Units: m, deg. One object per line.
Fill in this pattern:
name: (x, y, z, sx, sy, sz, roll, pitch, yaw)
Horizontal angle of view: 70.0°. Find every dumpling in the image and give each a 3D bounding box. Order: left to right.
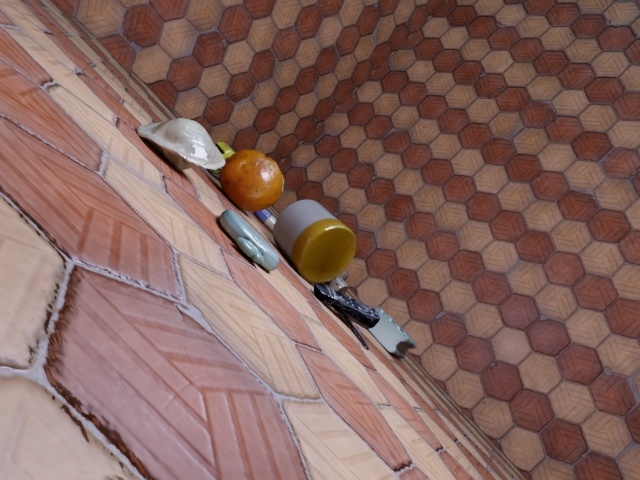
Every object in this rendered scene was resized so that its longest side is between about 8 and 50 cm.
dumpling: (-0.359, -0.245, 1.203, 0.215, 0.126, 0.166, 49, 15, -27)

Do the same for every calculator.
calculator: (-0.175, -0.005, 1.133, 0.184, 0.042, 0.295, 45, 0, -16)

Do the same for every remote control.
remote control: (0.081, 0.222, 1.531, 0.266, 0.066, 0.090, 29, 8, -19)

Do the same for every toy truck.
toy truck: (-0.377, -0.311, 1.976, 0.124, 0.157, 0.272, 47, 1, 38)

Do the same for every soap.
soap: (0.339, 0.448, 2.176, 0.208, 0.115, 0.347, 47, 1, 27)

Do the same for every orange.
orange: (-0.254, -0.224, 1.705, 0.240, 0.240, 0.240, 46, 1, -1)

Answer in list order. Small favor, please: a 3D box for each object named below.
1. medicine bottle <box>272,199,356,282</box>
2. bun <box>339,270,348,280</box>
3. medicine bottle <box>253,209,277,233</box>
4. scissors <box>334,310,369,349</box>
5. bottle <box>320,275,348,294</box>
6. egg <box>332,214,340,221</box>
medicine bottle: (-0.024, 0.000, 1.677, 0.238, 0.238, 0.232, 45, 0, -44)
bun: (0.079, 0.176, 2.570, 0.173, 0.113, 0.166, 47, 7, -37)
medicine bottle: (-0.197, -0.058, 2.011, 0.231, 0.059, 0.059, 46, 1, -5)
scissors: (0.090, 0.273, 1.587, 0.160, 0.024, 0.317, 48, 2, -38)
bottle: (0.030, 0.155, 1.793, 0.152, 0.099, 0.099, 48, 2, 26)
egg: (0.000, 0.000, 2.114, 0.258, 0.258, 0.352, 45, -1, -42)
